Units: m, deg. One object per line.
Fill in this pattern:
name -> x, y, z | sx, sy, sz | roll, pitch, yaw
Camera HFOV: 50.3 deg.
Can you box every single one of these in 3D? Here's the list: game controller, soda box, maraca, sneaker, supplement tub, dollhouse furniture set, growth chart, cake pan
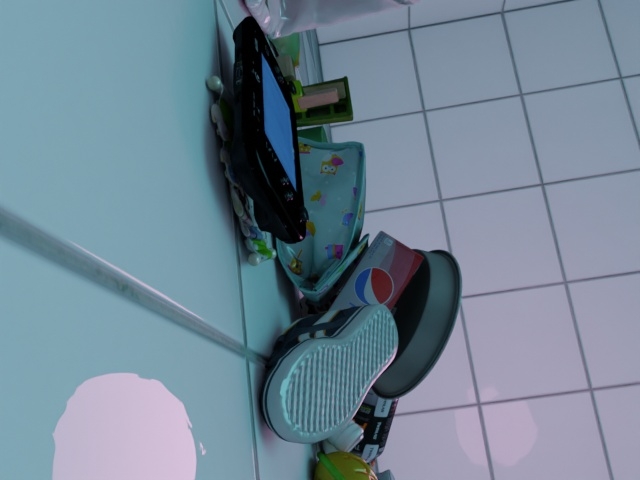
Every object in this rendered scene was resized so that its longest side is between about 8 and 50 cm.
game controller -> -0.065, -0.147, 0.855 | 0.166, 0.067, 0.319 | 74, 6, -46
soda box -> 0.068, 0.117, 1.159 | 0.263, 0.092, 0.083 | -57, 173, -2
maraca -> 0.039, 0.400, 1.122 | 0.127, 0.099, 0.186 | 53, -11, 1
sneaker -> -0.009, 0.179, 0.922 | 0.321, 0.128, 0.126 | -22, 99, -60
supplement tub -> 0.090, 0.366, 1.404 | 0.117, 0.117, 0.190 | -65, 169, -81
sneaker -> 0.025, 0.349, 1.252 | 0.094, 0.080, 0.212 | 41, -23, 16
dollhouse furniture set -> -0.027, -0.428, 1.518 | 0.197, 0.151, 0.301 | 59, 23, -77
growth chart -> -0.097, -0.079, 0.851 | 0.172, 0.021, 0.237 | -67, 146, -82
cake pan -> 0.145, 0.141, 1.237 | 0.293, 0.054, 0.293 | -54, -160, 31

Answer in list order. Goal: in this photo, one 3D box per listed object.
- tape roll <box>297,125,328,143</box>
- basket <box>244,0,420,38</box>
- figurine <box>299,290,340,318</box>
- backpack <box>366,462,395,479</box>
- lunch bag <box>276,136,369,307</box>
tape roll -> -0.003, -0.117, 1.675 | 0.321, 0.077, 0.321 | -9, 90, -84
basket -> 0.017, -0.554, 1.235 | 0.328, 0.332, 0.266 | -62, 141, -83
figurine -> 0.021, 0.231, 1.323 | 0.209, 0.093, 0.214 | 81, 4, -61
backpack -> 0.093, 0.530, 1.269 | 0.166, 0.145, 0.188 | -103, -173, -82
lunch bag -> 0.005, -0.021, 1.169 | 0.223, 0.160, 0.262 | 76, 18, -80
